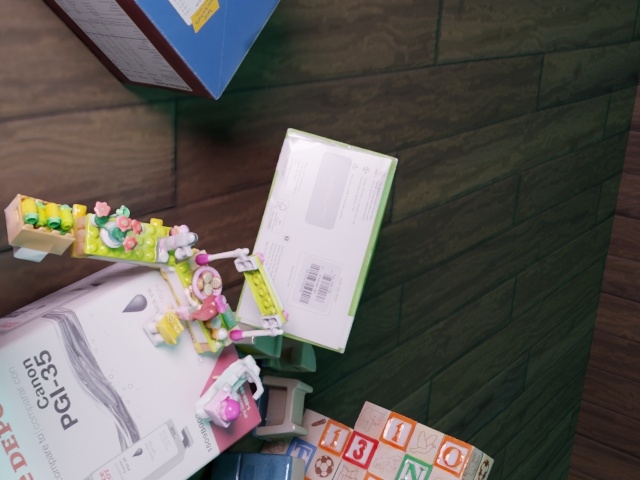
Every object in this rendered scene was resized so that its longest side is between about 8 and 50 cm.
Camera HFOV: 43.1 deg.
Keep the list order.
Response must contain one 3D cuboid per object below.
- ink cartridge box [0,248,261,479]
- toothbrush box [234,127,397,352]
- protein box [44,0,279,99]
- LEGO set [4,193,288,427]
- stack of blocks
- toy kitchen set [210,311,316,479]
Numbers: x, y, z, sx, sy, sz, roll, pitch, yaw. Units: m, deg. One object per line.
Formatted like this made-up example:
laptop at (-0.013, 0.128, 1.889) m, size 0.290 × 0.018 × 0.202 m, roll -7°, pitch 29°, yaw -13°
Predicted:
ink cartridge box at (-0.216, 0.154, 0.766) m, size 0.283 × 0.117 × 0.207 m, roll -31°, pitch 108°, yaw -45°
toothbrush box at (0.000, 0.000, 0.942) m, size 0.283 × 0.122 × 0.206 m, roll 25°, pitch 81°, yaw -89°
protein box at (-0.141, -0.270, 0.722) m, size 0.199 × 0.136 × 0.201 m, roll -62°, pitch 144°, yaw -17°
LEGO set at (-0.126, 0.034, 0.713) m, size 0.287 × 0.107 × 0.132 m, roll 51°, pitch 50°, yaw -29°
stack of blocks at (0.064, 0.316, 1.117) m, size 0.087 × 0.297 × 0.171 m, roll 41°, pitch 70°, yaw -51°
toy kitchen set at (-0.104, 0.212, 1.032) m, size 0.166 × 0.122 × 0.207 m, roll 38°, pitch 52°, yaw -54°
